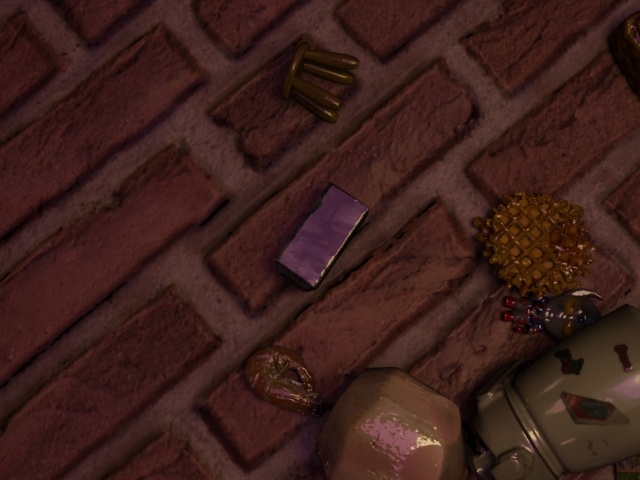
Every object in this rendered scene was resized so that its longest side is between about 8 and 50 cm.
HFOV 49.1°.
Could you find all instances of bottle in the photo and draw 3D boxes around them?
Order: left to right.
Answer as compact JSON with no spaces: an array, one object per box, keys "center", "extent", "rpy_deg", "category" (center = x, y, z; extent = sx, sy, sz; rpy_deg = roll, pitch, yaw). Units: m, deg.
[{"center":[0.397,0.275,1.125],"extent":[0.352,0.229,0.229],"rpy_deg":[-34,84,12],"category":"bottle"}]

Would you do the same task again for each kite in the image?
[{"center":[0.592,0.400,1.193],"extent":[0.244,0.006,0.198],"rpy_deg":[41,100,-1],"category":"kite"}]

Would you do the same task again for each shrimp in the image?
[{"center":[-0.049,0.251,1.229],"extent":[0.180,0.041,0.099],"rpy_deg":[28,69,5],"category":"shrimp"}]

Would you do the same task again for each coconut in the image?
[{"center":[0.123,0.330,1.124],"extent":[0.230,0.227,0.227],"rpy_deg":[34,84,15],"category":"coconut"}]

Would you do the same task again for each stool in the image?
[{"center":[-0.002,-0.286,1.258],"extent":[0.110,0.134,0.135],"rpy_deg":[23,128,2],"category":"stool"}]

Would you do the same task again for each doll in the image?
[{"center":[0.419,0.132,1.225],"extent":[0.195,0.062,0.104],"rpy_deg":[9,65,11],"category":"doll"}]

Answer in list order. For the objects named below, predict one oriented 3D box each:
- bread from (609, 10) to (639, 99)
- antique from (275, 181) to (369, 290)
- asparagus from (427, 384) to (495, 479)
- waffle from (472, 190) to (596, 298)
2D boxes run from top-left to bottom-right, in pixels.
[{"center":[0.657,-0.352,1.271],"extent":[0.222,0.096,0.181],"rpy_deg":[-20,80,-2],"category":"bread"},{"center":[0.000,0.000,1.230],"extent":[0.086,0.088,0.183],"rpy_deg":[34,84,5],"category":"antique"},{"center":[0.261,0.349,1.217],"extent":[0.024,0.025,0.248],"rpy_deg":[-41,83,38],"category":"asparagus"},{"center":[0.379,0.001,1.223],"extent":[0.197,0.070,0.193],"rpy_deg":[-11,69,-5],"category":"waffle"}]
